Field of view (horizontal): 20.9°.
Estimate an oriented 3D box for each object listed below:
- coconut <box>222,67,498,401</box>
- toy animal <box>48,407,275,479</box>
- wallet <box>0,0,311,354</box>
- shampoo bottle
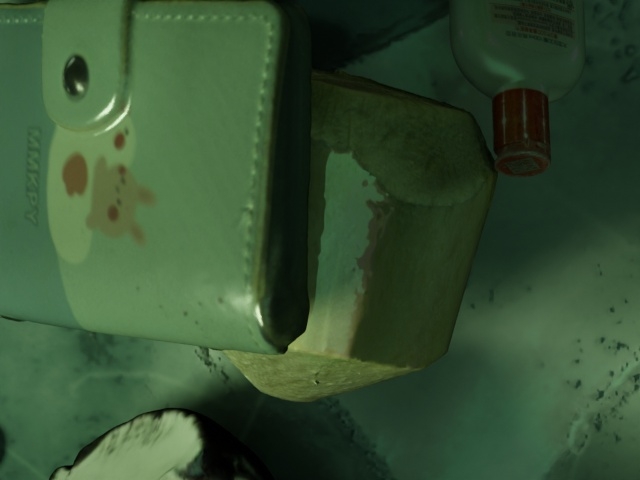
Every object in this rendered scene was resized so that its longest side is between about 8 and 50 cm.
[{"bbox_3d":[0.000,0.000,1.278,0.239,0.239,0.244,13,98,-5],"label":"coconut"},{"bbox_3d":[-0.070,0.296,1.361,0.251,0.251,0.310,-37,111,7],"label":"toy animal"},{"bbox_3d":[-0.145,-0.057,1.215,0.360,0.083,0.252,3,94,42],"label":"wallet"},{"bbox_3d":[0.145,-0.154,1.272,0.108,0.051,0.221,10,66,-20],"label":"shampoo bottle"}]
